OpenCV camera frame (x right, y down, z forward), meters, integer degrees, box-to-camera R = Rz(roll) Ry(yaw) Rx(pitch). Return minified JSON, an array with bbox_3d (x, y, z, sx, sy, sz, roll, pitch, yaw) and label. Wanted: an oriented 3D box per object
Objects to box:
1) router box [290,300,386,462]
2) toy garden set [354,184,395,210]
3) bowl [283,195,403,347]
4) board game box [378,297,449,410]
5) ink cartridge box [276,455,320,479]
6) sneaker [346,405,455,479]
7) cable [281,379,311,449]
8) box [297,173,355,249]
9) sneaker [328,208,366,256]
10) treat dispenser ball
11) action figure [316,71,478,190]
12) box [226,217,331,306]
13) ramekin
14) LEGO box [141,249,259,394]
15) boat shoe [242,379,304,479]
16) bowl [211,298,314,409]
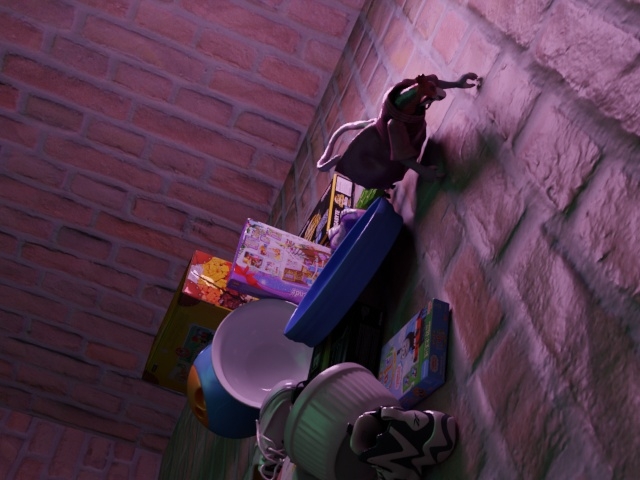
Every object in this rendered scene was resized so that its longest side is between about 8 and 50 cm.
[{"bbox_3d":[0.038,0.318,1.752,0.243,0.081,0.309,129,158,-55],"label":"router box"},{"bbox_3d":[0.166,-0.164,2.060,0.204,0.049,0.244,-65,5,-11],"label":"toy garden set"},{"bbox_3d":[0.056,0.076,1.847,0.391,0.077,0.391,-54,3,4],"label":"bowl"},{"bbox_3d":[0.164,0.223,1.466,0.211,0.039,0.160,124,161,-50],"label":"board game box"},{"bbox_3d":[-0.048,0.553,1.775,0.198,0.067,0.115,-107,39,-73],"label":"ink cartridge box"},{"bbox_3d":[0.097,0.339,1.298,0.235,0.153,0.094,123,163,-46],"label":"sneaker"},{"bbox_3d":[-0.047,0.380,1.714,0.184,0.047,0.150,-142,72,-76],"label":"cable"},{"bbox_3d":[0.000,0.000,2.444,0.257,0.079,0.322,-84,19,-44],"label":"box"},{"bbox_3d":[0.080,-0.005,2.097,0.236,0.095,0.104,125,155,-64],"label":"sneaker"},{"bbox_3d":[-0.233,0.413,2.286,0.288,0.288,0.288,-159,90,-78],"label":"treat dispenser ball"},{"bbox_3d":[0.168,-0.268,1.761,0.370,0.275,0.248,104,-173,-68],"label":"action figure"},{"bbox_3d":[-0.091,0.081,2.189,0.057,0.293,0.201,127,160,-53],"label":"box"},{"bbox_3d":[0.049,0.324,1.381,0.109,0.207,0.207,29,100,43],"label":"ramekin"},{"bbox_3d":[-0.334,0.314,2.675,0.193,0.372,0.500,-83,18,-47],"label":"LEGO box"},{"bbox_3d":[-0.110,0.521,1.940,0.156,0.136,0.367,-105,35,-70],"label":"boat shoe"},{"bbox_3d":[-0.134,0.312,2.107,0.134,0.298,0.298,97,-174,-62],"label":"bowl"}]
